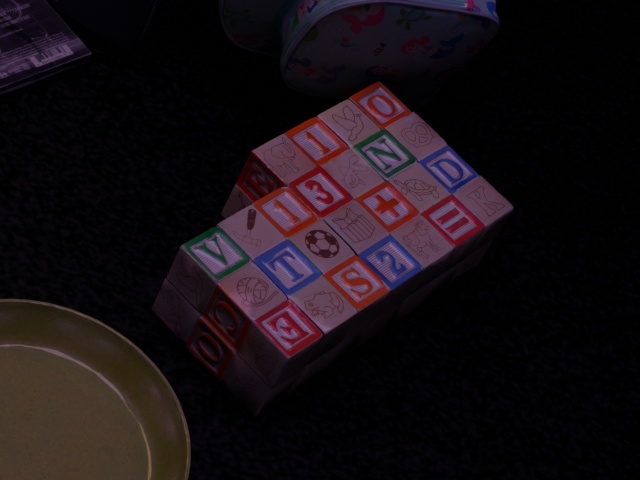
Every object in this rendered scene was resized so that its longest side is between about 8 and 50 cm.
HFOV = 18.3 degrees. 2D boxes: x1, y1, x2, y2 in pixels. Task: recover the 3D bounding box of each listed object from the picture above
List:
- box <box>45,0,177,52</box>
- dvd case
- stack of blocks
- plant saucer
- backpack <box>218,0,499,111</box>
[{"bbox_3d":[-0.151,-0.298,1.809,0.108,0.153,0.207,32,47,3],"label":"box"},{"bbox_3d":[-0.331,-0.211,1.745,0.164,0.018,0.221,-27,67,-38],"label":"dvd case"},{"bbox_3d":[0.000,0.000,1.667,0.171,0.087,0.297,44,48,15],"label":"stack of blocks"},{"bbox_3d":[-0.216,0.150,1.474,0.241,0.037,0.241,12,48,-14],"label":"plant saucer"},{"bbox_3d":[0.032,-0.238,1.784,0.254,0.225,0.191,16,56,-25],"label":"backpack"}]
